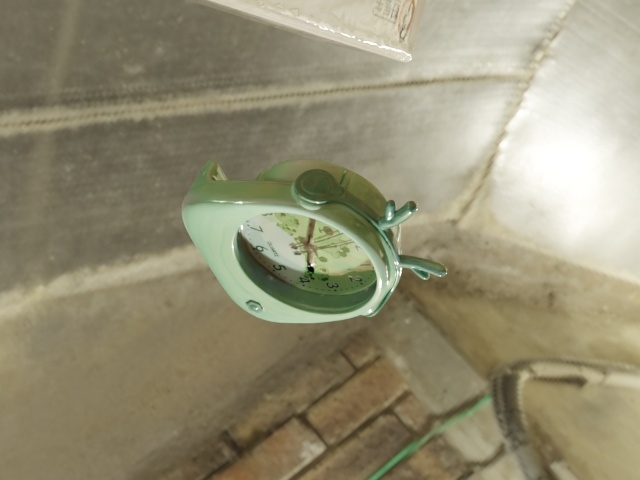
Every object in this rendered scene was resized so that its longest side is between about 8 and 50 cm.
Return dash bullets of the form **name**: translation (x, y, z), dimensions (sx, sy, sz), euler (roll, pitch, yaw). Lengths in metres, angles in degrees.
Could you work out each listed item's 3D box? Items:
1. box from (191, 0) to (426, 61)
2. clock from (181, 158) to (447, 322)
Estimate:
- **box**: translation (-0.006, -0.212, 0.573), dimensions (0.353, 0.069, 0.214), euler (-4, 111, -67)
- **clock**: translation (0.000, 0.000, 0.981), dimensions (0.159, 0.211, 0.066), euler (63, 37, -40)
